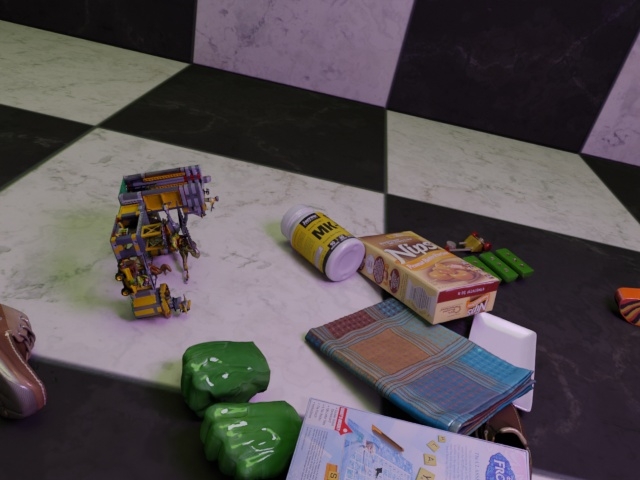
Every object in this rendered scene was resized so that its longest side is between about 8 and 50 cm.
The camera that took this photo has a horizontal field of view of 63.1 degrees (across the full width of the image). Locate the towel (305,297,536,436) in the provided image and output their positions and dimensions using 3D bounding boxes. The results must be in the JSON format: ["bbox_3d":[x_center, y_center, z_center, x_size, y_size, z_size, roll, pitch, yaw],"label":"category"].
[{"bbox_3d":[0.186,0.225,1.016,0.271,0.040,0.370,-14,29,-39],"label":"towel"}]

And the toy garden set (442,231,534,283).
[{"bbox_3d":[0.426,0.062,1.438,0.244,0.049,0.204,-9,39,-31],"label":"toy garden set"}]

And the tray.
[{"bbox_3d":[0.382,0.254,1.119,0.145,0.030,0.270,22,32,13],"label":"tray"}]

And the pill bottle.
[{"bbox_3d":[0.000,0.000,1.302,0.119,0.119,0.208,-16,41,-40],"label":"pill bottle"}]

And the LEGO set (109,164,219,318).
[{"bbox_3d":[-0.294,-0.008,1.074,0.192,0.255,0.331,-10,27,-6],"label":"LEGO set"}]

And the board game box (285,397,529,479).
[{"bbox_3d":[0.099,0.377,0.643,0.318,0.066,0.318,12,39,8],"label":"board game box"}]

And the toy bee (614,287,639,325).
[{"bbox_3d":[0.930,0.195,1.343,0.298,0.162,0.195,4,30,37],"label":"toy bee"}]

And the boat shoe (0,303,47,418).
[{"bbox_3d":[-0.527,0.157,0.845,0.324,0.123,0.116,32,34,26],"label":"boat shoe"}]

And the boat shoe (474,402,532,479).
[{"bbox_3d":[0.316,0.349,0.874,0.095,0.095,0.257,17,31,7],"label":"boat shoe"}]

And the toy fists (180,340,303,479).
[{"bbox_3d":[-0.140,0.266,0.837,0.142,0.096,0.279,9,28,-38],"label":"toy fists"}]

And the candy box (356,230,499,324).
[{"bbox_3d":[0.239,0.076,1.247,0.183,0.087,0.316,-6,25,-30],"label":"candy box"}]
